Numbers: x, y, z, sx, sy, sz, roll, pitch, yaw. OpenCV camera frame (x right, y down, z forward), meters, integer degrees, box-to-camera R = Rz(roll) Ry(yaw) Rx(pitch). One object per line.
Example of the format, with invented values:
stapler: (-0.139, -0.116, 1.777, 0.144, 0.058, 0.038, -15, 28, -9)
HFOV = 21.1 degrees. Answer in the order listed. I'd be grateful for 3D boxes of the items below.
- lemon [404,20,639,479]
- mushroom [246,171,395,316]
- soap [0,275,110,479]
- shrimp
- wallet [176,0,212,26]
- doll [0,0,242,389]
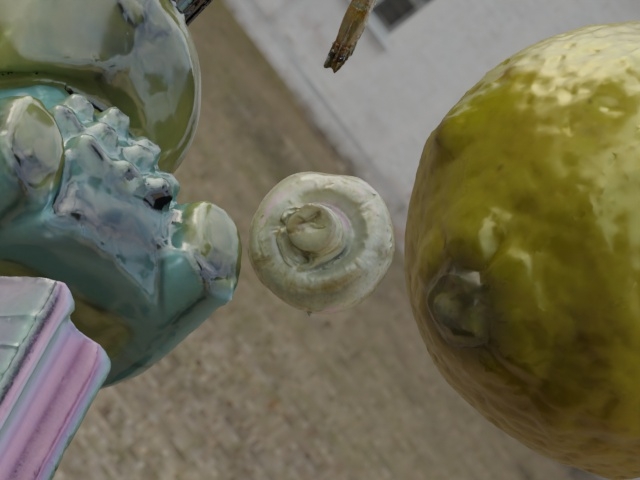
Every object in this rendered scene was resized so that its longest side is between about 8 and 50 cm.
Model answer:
lemon: (0.230, 0.009, 1.270, 0.387, 0.350, 0.350, -19, 67, -44)
mushroom: (0.000, 0.000, 0.963, 0.083, 0.083, 0.067, 54, 3, 12)
soap: (-0.157, 0.084, 0.654, 0.056, 0.100, 0.149, 65, 36, -38)
shrimp: (0.036, -0.210, 1.639, 0.023, 0.108, 0.059, 27, 8, 6)
wallet: (-0.233, -0.220, 1.169, 0.317, 0.169, 0.044, 43, -8, 9)
doll: (-0.144, -0.055, 0.928, 0.177, 0.161, 0.260, 28, 37, -31)
